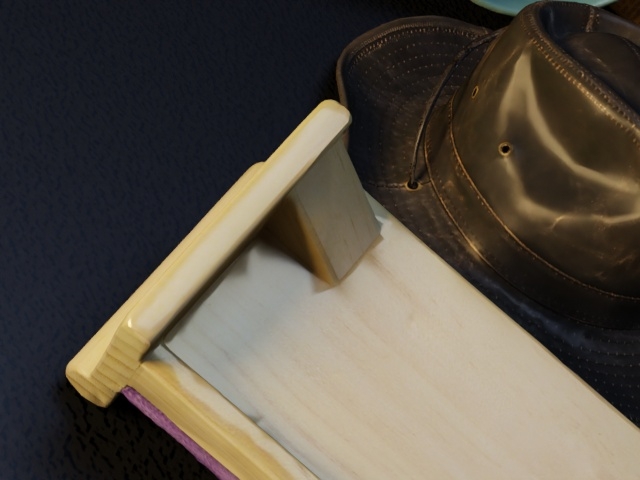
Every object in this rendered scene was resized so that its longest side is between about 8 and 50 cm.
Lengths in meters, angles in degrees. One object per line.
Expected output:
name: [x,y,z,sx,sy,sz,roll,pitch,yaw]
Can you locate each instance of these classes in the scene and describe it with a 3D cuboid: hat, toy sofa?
hat: [0.166,-0.048,0.953,0.331,0.134,0.331,21,41,-20]
toy sofa: [0.066,0.123,0.756,0.362,0.177,0.150,41,64,-1]

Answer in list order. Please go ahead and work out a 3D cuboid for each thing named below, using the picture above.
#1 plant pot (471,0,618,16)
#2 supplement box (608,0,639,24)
plant pot: [0.143,-0.338,1.115,0.293,0.293,0.235,5,37,-36]
supplement box: [0.318,-0.154,1.234,0.233,0.080,0.078,41,38,3]
